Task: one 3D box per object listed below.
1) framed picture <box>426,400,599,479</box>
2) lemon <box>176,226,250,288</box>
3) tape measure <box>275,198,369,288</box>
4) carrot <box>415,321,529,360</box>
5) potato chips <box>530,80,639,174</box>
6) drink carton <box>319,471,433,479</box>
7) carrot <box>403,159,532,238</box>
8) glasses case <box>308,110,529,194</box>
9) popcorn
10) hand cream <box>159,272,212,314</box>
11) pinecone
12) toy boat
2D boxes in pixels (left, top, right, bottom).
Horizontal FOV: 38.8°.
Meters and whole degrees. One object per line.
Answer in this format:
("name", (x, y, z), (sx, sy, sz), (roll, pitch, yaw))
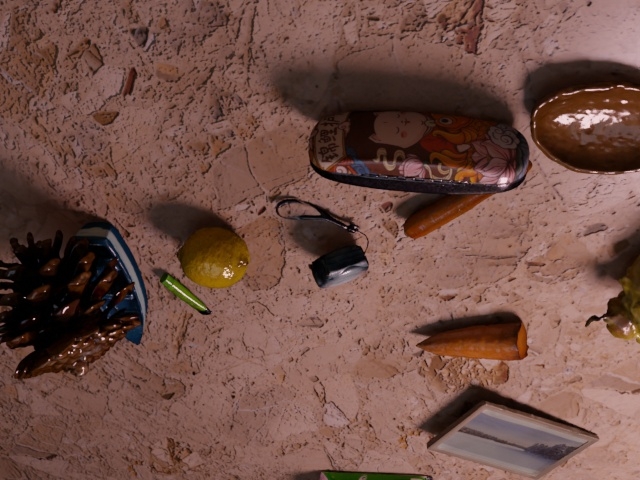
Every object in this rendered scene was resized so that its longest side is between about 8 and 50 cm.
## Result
("framed picture", (0.400, 0.421, 1.902), (0.289, 0.016, 0.213), (20, 136, -20))
("lemon", (-0.185, 0.030, 1.577), (0.133, 0.109, 0.109), (8, 137, 11))
("tape measure", (0.003, -0.003, 1.560), (0.179, 0.104, 0.107), (53, 156, 4))
("carrot", (0.276, 0.192, 1.682), (0.205, 0.072, 0.072), (-7, 134, 21))
("potato chips", (0.402, -0.165, 1.297), (0.202, 0.049, 0.150), (1, 131, 14))
("drink carton", (0.133, 0.630, 2.136), (0.271, 0.108, 0.161), (0, 133, 13))
("carrot", (0.230, -0.065, 1.442), (0.248, 0.043, 0.043), (-30, 123, 33))
("glasses case", (0.142, -0.130, 1.333), (0.321, 0.122, 0.082), (5, 138, 7))
("popcorn", (0.550, 0.091, 1.467), (0.195, 0.174, 0.168), (-22, 93, 62))
("hand cream", (-0.256, 0.106, 1.732), (0.036, 0.023, 0.122), (-5, 139, 46))
("pinecone", (-0.437, 0.101, 1.527), (0.264, 0.264, 0.264), (6, 136, 6))
("toy boat", (-0.379, 0.086, 1.709), (0.096, 0.061, 0.299), (-1, 135, 12))
